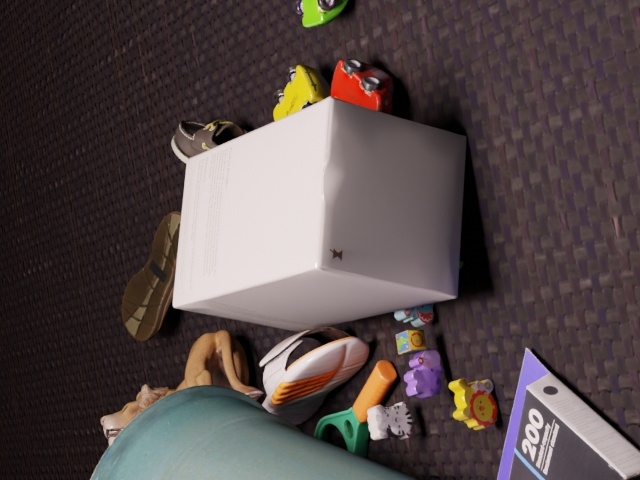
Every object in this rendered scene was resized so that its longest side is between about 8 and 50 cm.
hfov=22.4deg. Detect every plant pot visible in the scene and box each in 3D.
[{"bbox_3d":[-0.030,0.353,1.748,0.334,0.341,0.341,9,106,42],"label":"plant pot"}]

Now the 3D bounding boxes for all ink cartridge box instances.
[{"bbox_3d":[0.223,0.243,1.552,0.208,0.045,0.206,46,137,49],"label":"ink cartridge box"}]

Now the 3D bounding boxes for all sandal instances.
[{"bbox_3d":[-0.031,0.156,1.935,0.265,0.102,0.076,-52,53,56],"label":"sandal"},{"bbox_3d":[-0.220,0.054,2.309,0.090,0.060,0.219,45,121,39],"label":"sandal"}]

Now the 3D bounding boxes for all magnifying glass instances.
[{"bbox_3d":[0.040,0.216,1.901,0.092,0.026,0.231,64,146,30],"label":"magnifying glass"}]

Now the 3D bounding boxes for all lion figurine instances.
[{"bbox_3d":[-0.168,0.227,2.189,0.392,0.142,0.240,-47,27,38],"label":"lion figurine"}]

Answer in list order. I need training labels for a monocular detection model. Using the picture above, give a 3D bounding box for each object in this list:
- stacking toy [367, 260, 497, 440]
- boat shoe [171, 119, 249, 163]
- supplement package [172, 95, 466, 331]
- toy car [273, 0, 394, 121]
[{"bbox_3d":[0.107,0.101,1.722,0.167,0.052,0.221,-23,71,53],"label":"stacking toy"},{"bbox_3d":[-0.112,-0.114,2.041,0.228,0.081,0.069,33,123,46],"label":"boat shoe"},{"bbox_3d":[-0.005,-0.016,1.696,0.293,0.175,0.177,-16,65,56],"label":"supplement package"},{"bbox_3d":[0.013,-0.225,1.805,0.239,0.053,0.225,0,97,61],"label":"toy car"}]
